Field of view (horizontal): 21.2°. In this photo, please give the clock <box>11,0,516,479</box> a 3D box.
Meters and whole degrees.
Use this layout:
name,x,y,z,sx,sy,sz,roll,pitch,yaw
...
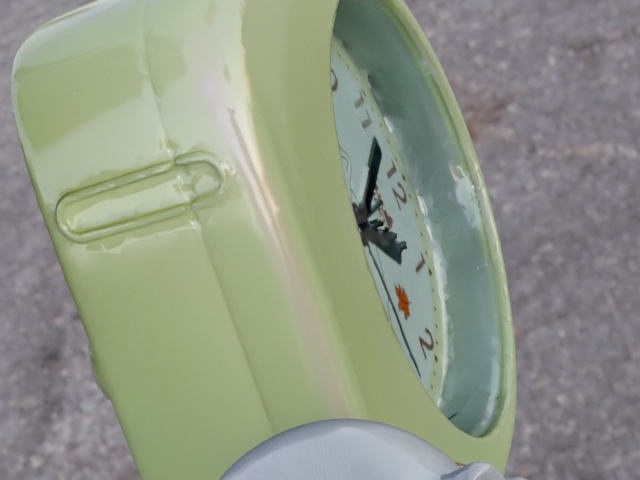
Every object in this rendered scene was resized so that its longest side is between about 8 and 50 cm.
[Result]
name,x,y,z,sx,sy,sz,roll,pitch,yaw
clock,0.000,0.000,0.819,0.117,0.286,0.348,-16,10,19

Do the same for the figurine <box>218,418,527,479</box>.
name,x,y,z,sx,sy,sz,roll,pitch,yaw
figurine,0.016,0.129,0.562,0.143,0.143,0.271,-27,-9,-1
